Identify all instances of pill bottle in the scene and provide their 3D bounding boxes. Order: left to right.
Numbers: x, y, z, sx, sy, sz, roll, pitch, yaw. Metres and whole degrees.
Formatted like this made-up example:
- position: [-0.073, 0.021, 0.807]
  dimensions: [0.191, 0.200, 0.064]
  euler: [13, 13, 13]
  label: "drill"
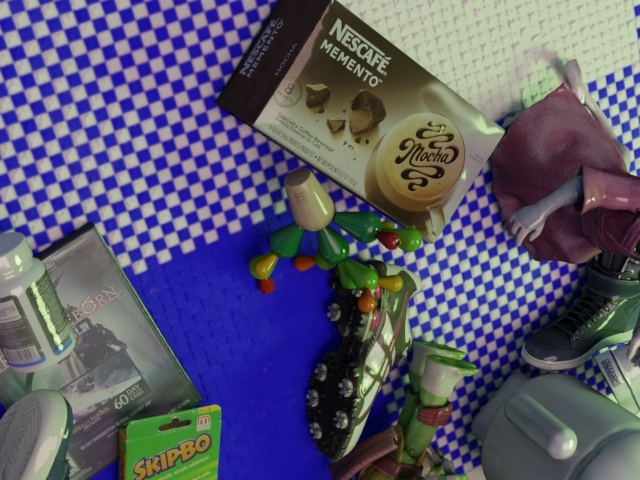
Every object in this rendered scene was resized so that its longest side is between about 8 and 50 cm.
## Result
- position: [-0.322, 0.066, 1.168]
  dimensions: [0.078, 0.078, 0.137]
  euler: [-25, 116, -18]
  label: "pill bottle"

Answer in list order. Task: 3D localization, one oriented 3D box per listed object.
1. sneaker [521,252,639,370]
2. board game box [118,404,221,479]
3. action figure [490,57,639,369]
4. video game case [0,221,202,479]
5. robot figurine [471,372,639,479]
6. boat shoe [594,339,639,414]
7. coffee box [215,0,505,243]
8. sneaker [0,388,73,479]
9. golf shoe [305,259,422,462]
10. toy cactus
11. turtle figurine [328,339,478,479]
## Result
- position: [0.378, 0.084, 1.545]
  dimensions: [0.226, 0.086, 0.163]
  euler: [-19, 126, -31]
  label: "sneaker"
- position: [-0.190, 0.320, 1.358]
  dimensions: [0.124, 0.039, 0.259]
  euler: [-7, 118, -29]
  label: "board game box"
- position: [0.374, -0.033, 1.346]
  dimensions: [0.276, 0.370, 0.248]
  euler: [-46, 121, -7]
  label: "action figure"
- position: [-0.281, 0.141, 1.274]
  dimensions: [0.196, 0.026, 0.274]
  euler: [-34, 120, -13]
  label: "video game case"
- position: [0.356, 0.309, 1.460]
  dimensions: [0.300, 0.353, 0.200]
  euler: [40, 86, -33]
  label: "robot figurine"
- position: [0.452, 0.194, 1.558]
  dimensions: [0.084, 0.095, 0.258]
  euler: [-29, 164, 10]
  label: "boat shoe"
- position: [0.050, -0.145, 1.290]
  dimensions: [0.297, 0.119, 0.168]
  euler: [32, 92, -32]
  label: "coffee box"
- position: [-0.315, 0.324, 1.257]
  dimensions: [0.148, 0.131, 0.350]
  euler: [10, 115, -30]
  label: "sneaker"
- position: [0.062, 0.160, 1.412]
  dimensions: [0.120, 0.105, 0.272]
  euler: [4, 105, -35]
  label: "golf shoe"
- position: [0.000, 0.000, 1.277]
  dimensions: [0.180, 0.219, 0.112]
  euler: [63, 35, -37]
  label: "toy cactus"
- position: [0.169, 0.285, 1.457]
  dimensions: [0.198, 0.275, 0.266]
  euler: [1, 105, -63]
  label: "turtle figurine"
